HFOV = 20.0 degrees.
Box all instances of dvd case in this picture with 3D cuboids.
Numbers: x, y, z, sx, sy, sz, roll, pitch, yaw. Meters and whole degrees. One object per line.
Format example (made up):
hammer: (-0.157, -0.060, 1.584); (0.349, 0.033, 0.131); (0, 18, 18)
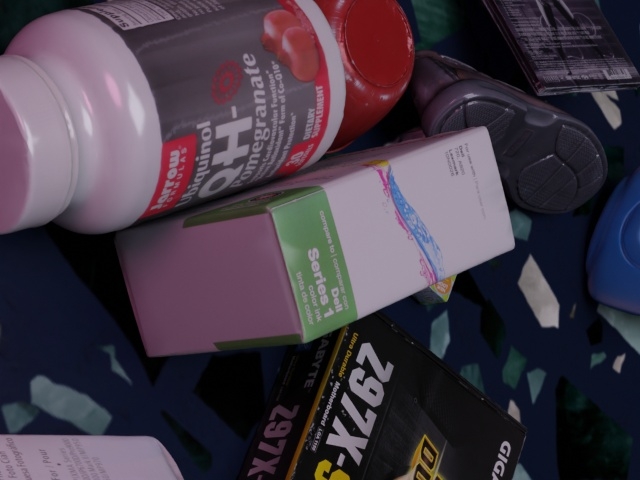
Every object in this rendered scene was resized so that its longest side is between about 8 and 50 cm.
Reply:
dvd case: (0.225, -0.244, 1.862); (0.164, 0.018, 0.221); (-8, 64, -44)

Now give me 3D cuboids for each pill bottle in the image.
pill bottle: (-0.145, -0.105, 1.446); (0.318, 0.176, 0.176); (-20, 97, -43)

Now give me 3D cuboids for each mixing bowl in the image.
mixing bowl: (0.020, -0.174, 1.666); (0.181, 0.098, 0.181); (7, 80, -42)

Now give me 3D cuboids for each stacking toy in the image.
stacking toy: (0.437, 0.048, 2.002); (0.302, 0.165, 0.175); (34, 76, -47)

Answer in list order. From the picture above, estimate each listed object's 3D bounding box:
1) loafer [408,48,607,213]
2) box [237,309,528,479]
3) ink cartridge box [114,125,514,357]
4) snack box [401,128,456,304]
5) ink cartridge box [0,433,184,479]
loafer: (0.185, -0.114, 1.800); (0.302, 0.109, 0.095); (24, 28, -52)
box: (0.043, 0.251, 1.635); (0.257, 0.079, 0.322); (39, 59, -30)
ink cartridge box: (0.000, 0.000, 1.547); (0.278, 0.201, 0.117); (-22, 99, -44)
snack box: (0.102, -0.023, 1.759); (0.100, 0.037, 0.141); (41, 57, -30)
ink cartridge box: (-0.304, 0.278, 1.217); (0.385, 0.091, 0.308); (5, 115, -28)
